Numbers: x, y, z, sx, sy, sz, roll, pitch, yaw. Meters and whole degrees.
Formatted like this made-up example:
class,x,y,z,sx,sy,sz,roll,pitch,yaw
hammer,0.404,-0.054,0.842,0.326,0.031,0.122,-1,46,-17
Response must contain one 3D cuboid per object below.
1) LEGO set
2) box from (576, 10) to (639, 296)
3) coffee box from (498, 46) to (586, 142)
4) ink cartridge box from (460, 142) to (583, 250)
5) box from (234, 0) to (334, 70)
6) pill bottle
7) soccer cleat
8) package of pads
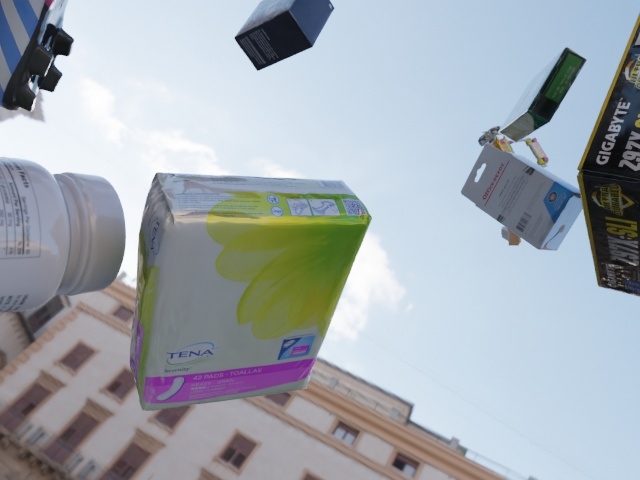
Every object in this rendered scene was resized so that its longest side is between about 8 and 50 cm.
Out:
class,x,y,z,sx,sy,sz,roll,pitch,yaw
LEGO set,0.467,-0.138,1.435,0.132,0.107,0.287,146,-69,-73
box,0.430,-0.102,0.813,0.079,0.257,0.322,14,-19,34
coffee box,0.349,-0.225,0.982,0.040,0.113,0.184,31,0,3
ink cartridge box,0.327,-0.075,1.002,0.180,0.060,0.104,46,-58,41
box,-0.075,-0.464,1.313,0.158,0.156,0.093,-11,-48,36
pill bottle,-0.350,-0.005,0.599,0.160,0.283,0.160,1,-89,42
soccer cleat,-0.269,-0.267,0.541,0.143,0.116,0.331,29,-62,-16
package of pads,-0.097,0.062,0.708,0.101,0.229,0.296,-119,-142,-45
